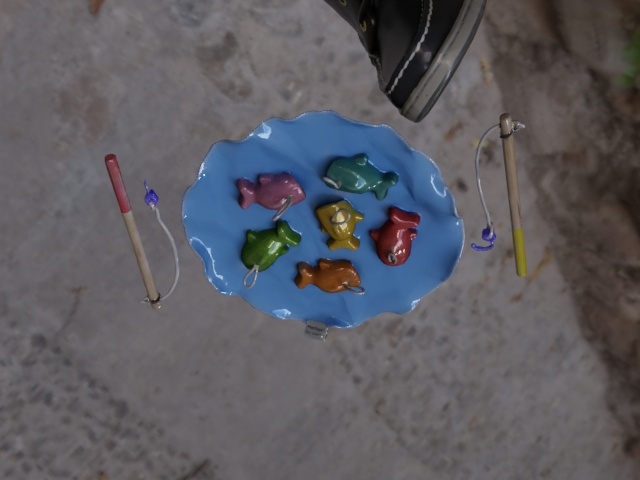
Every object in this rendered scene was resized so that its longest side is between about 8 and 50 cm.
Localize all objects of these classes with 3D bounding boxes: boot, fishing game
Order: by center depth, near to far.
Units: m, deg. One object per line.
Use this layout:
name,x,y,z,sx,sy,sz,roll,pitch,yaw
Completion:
boot,0.003,-0.171,0.709,0.178,0.236,0.085,26,122,-13
fishing game,0.000,0.000,0.753,0.041,0.264,0.189,-86,171,-46
